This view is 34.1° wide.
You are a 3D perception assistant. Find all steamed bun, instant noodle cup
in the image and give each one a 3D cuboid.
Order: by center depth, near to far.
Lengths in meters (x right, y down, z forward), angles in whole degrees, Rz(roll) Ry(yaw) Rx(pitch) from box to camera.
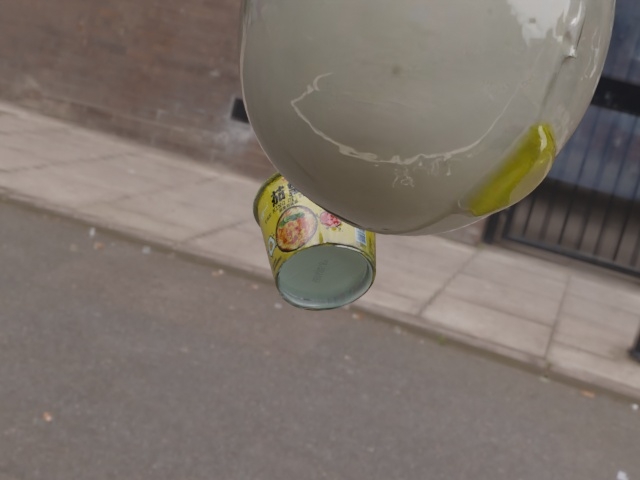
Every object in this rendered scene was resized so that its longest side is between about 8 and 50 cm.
[{"bbox_3d":[0.088,-0.190,0.894,0.334,0.374,0.334,11,7,-1],"label":"steamed bun"},{"bbox_3d":[0.000,0.000,1.458,0.182,0.182,0.144,11,46,-20],"label":"instant noodle cup"}]
